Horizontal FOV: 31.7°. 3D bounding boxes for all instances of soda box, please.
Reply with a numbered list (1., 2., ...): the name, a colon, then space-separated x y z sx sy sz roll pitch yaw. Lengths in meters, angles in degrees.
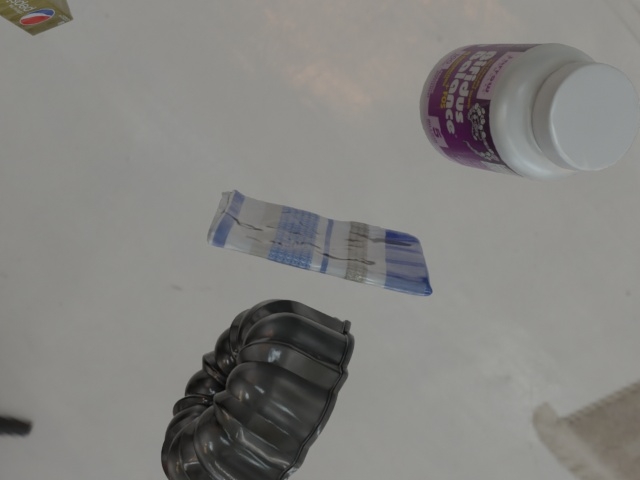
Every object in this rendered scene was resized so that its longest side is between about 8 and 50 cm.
1. soda box: -0.369 -0.307 1.381 0.061 0.181 0.058 -21 84 5

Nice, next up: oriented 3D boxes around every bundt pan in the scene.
1. bundt pan: -0.100 0.212 1.509 0.124 0.331 0.331 35 126 -13

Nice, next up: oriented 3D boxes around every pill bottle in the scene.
1. pill bottle: 0.260 -0.164 1.419 0.169 0.301 0.169 -4 100 -21

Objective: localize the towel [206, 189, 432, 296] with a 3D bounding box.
1. towel: 0.000 0.000 1.435 0.285 0.209 0.034 14 105 -2
